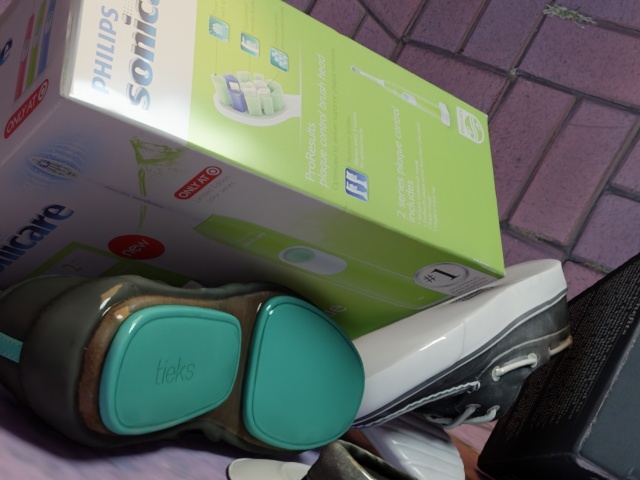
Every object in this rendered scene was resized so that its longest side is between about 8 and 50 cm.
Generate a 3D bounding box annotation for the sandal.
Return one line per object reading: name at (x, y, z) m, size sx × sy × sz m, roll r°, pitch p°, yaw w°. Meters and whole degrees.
sandal at (0.012, 0.123, 0.745) m, size 0.102 × 0.076 × 0.265 m, roll 9°, pitch 35°, yaw -46°

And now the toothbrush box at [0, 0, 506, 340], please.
toothbrush box at (-0.062, -0.033, 0.532) m, size 0.283 × 0.122 × 0.206 m, roll 22°, pitch -35°, yaw -35°

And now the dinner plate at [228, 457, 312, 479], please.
dinner plate at (0.017, 0.146, 0.461) m, size 0.141 × 0.017 × 0.141 m, roll 28°, pitch -1°, yaw 1°

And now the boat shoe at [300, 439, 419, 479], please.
boat shoe at (0.077, 0.144, 0.368) m, size 0.219 × 0.070 × 0.078 m, roll 29°, pitch 1°, yaw -29°

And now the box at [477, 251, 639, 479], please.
box at (0.345, 0.182, 0.800) m, size 0.293 × 0.212 × 0.395 m, roll 29°, pitch -13°, yaw 7°

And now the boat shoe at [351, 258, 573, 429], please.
boat shoe at (0.111, 0.100, 0.704) m, size 0.108 × 0.102 × 0.301 m, roll -15°, pitch 3°, yaw 42°

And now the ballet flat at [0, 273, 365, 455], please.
ballet flat at (-0.066, 0.059, 0.474) m, size 0.096 × 0.095 × 0.280 m, roll 10°, pitch -9°, yaw 26°
